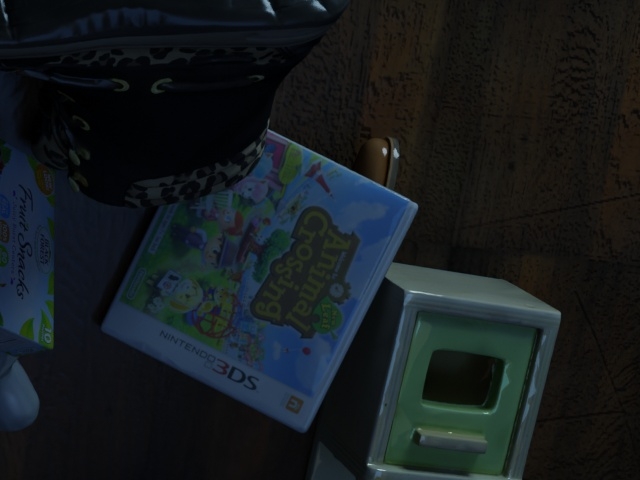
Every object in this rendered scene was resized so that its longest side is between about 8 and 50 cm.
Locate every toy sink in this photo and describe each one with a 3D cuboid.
[{"bbox_3d":[0.094,0.149,1.428,0.152,0.131,0.234,10,100,-22],"label":"toy sink"}]

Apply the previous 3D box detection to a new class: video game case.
[{"bbox_3d":[-0.051,0.022,1.355,0.193,0.023,0.212,27,93,4],"label":"video game case"}]

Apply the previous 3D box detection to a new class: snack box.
[{"bbox_3d":[-0.228,0.001,1.150,0.100,0.037,0.141,36,45,-57],"label":"snack box"}]

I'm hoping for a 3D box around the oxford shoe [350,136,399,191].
[{"bbox_3d":[0.000,0.000,1.390,0.076,0.076,0.212,27,93,-15],"label":"oxford shoe"}]

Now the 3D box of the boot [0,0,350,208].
[{"bbox_3d":[-0.184,-0.132,1.172,0.377,0.284,0.138,-3,68,-12],"label":"boot"}]

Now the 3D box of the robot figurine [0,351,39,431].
[{"bbox_3d":[-0.340,0.011,1.194,0.300,0.199,0.353,-45,119,-41],"label":"robot figurine"}]
